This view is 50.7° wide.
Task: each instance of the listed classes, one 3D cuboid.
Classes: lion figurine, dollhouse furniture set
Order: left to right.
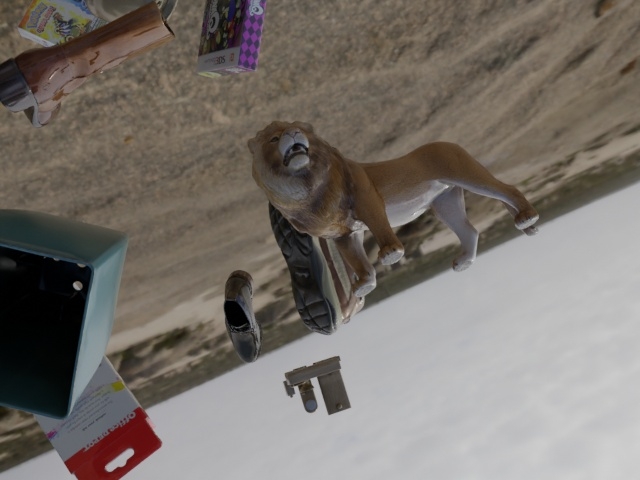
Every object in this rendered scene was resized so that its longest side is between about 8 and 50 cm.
[{"bbox_3d":[0.000,0.331,1.476,0.144,0.123,0.151,-15,172,-14],"label":"dollhouse furniture set"},{"bbox_3d":[0.105,-0.069,0.932,0.392,0.240,0.142,-7,147,-30],"label":"lion figurine"}]

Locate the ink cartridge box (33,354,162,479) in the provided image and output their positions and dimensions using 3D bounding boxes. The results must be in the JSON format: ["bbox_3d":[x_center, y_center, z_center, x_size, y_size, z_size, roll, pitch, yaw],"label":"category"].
[{"bbox_3d":[-0.358,0.276,1.062,0.134,0.231,0.078,-36,160,-18],"label":"ink cartridge box"}]

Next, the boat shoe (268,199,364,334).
[{"bbox_3d":[0.000,0.000,1.182,0.120,0.324,0.122,-23,-160,-33],"label":"boat shoe"}]

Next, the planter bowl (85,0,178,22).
[{"bbox_3d":[-0.319,-0.441,1.194,0.162,0.109,0.162,-57,178,-4],"label":"planter bowl"}]

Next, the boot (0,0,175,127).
[{"bbox_3d":[-0.375,-0.297,1.109,0.280,0.096,0.264,-28,-179,-7],"label":"boot"}]

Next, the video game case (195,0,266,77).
[{"bbox_3d":[-0.153,-0.409,1.184,0.042,0.232,0.210,6,-174,-31],"label":"video game case"}]

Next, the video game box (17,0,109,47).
[{"bbox_3d":[-0.515,-0.494,1.456,0.048,0.187,0.205,130,-17,-76],"label":"video game box"}]

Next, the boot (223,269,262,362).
[{"bbox_3d":[-0.172,0.183,1.421,0.082,0.219,0.106,-4,-159,7],"label":"boot"}]

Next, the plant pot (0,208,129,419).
[{"bbox_3d":[-0.307,0.052,0.752,0.165,0.166,0.234,14,-166,-3],"label":"plant pot"}]

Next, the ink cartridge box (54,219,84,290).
[{"bbox_3d":[-0.526,0.113,1.111,0.353,0.119,0.207,-42,-156,-26],"label":"ink cartridge box"}]
